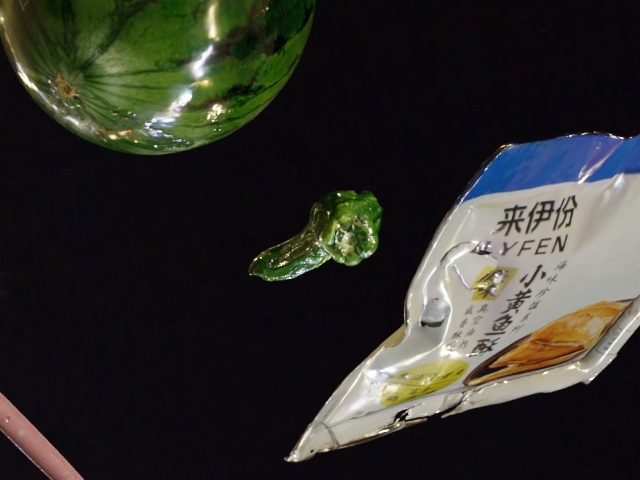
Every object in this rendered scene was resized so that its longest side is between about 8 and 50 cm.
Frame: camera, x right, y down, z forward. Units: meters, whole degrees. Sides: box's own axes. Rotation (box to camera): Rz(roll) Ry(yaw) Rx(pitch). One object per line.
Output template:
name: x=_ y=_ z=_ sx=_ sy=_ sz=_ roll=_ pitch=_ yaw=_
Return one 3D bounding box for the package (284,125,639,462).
package: x=0.084 y=0.016 z=0.510 sx=0.027 sy=0.171 sz=0.173 roll=60 pitch=-41 yaw=27

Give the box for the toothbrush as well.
toothbrush: x=-0.179 y=0.168 z=0.977 sx=0.286 sy=0.020 sz=0.025 roll=34 pitch=-14 yaw=39

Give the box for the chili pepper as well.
chili pepper: x=0.003 y=-0.004 z=1.071 sx=0.050 sy=0.073 sz=0.182 roll=41 pitch=-21 yaw=-8

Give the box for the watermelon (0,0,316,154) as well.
watermelon: x=-0.120 y=-0.183 z=1.025 sx=0.242 sy=0.242 sz=0.242 roll=15 pitch=-68 yaw=40
